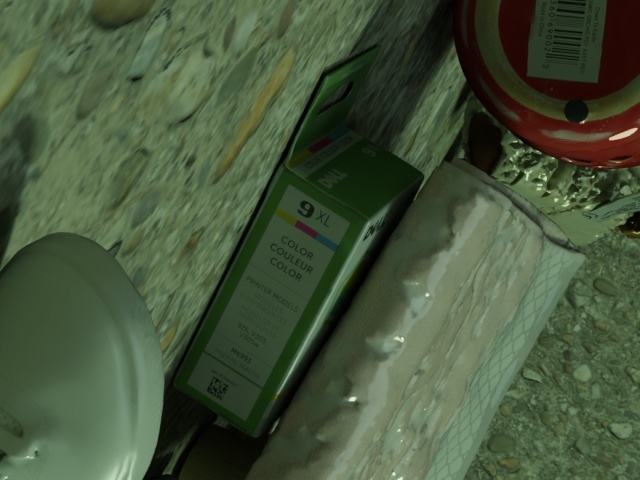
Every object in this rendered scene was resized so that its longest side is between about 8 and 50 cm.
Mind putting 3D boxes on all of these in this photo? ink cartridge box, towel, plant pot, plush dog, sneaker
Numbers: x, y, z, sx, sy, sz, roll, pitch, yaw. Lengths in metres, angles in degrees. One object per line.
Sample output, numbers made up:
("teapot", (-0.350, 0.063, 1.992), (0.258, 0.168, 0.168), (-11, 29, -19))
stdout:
("ink cartridge box", (0.000, 0.000, 1.006), (0.209, 0.062, 0.109), (-63, 169, 23))
("towel", (0.049, 0.117, 1.124), (0.332, 0.053, 0.317), (-61, 159, 4))
("plant pot", (0.189, -0.142, 1.181), (0.191, 0.191, 0.174), (-61, 169, 10))
("plush dog", (0.223, -0.116, 1.571), (0.262, 0.210, 0.225), (99, -3, -72))
("sneaker", (-0.126, 0.095, 0.600), (0.094, 0.080, 0.212), (-21, 144, -57))

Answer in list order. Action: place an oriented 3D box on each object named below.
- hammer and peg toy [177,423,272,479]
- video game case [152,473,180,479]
("hammer and peg toy", (0.023, 0.124, 1.339), (0.266, 0.127, 0.361), (-60, 171, 3))
("video game case", (-0.158, 0.239, 1.054), (0.193, 0.023, 0.212), (-60, 171, 6))
